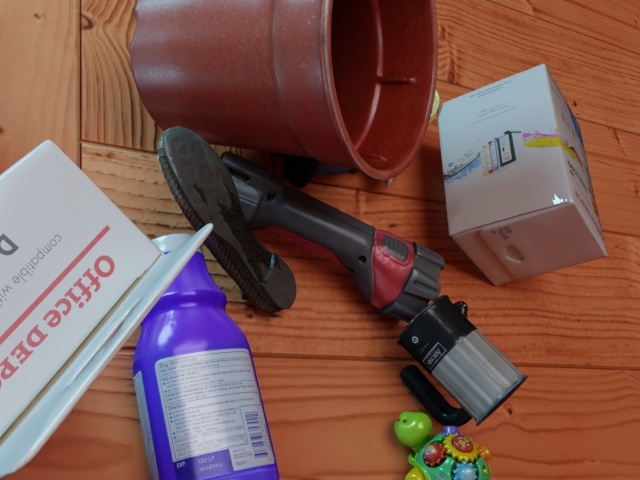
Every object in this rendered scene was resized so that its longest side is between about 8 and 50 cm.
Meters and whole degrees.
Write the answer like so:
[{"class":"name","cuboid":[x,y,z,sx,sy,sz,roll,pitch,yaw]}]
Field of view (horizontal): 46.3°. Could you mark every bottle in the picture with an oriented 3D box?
[{"class":"bottle","cuboid":[-0.125,0.132,0.744,0.118,0.092,0.283,-3,64,-31]}]

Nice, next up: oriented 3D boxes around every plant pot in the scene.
[{"class":"plant pot","cuboid":[-0.043,-0.208,0.819,0.272,0.265,0.272,-18,110,-59]}]

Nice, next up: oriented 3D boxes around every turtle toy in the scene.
[{"class":"turtle toy","cuboid":[0.139,0.245,0.853,0.130,0.066,0.095,28,29,24]}]

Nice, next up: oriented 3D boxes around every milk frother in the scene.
[{"class":"milk frother","cuboid":[0.181,0.140,0.908,0.143,0.129,0.135,-29,65,-34]}]

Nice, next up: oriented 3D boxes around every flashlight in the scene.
[{"class":"flashlight","cuboid":[0.000,0.000,0.910,0.304,0.103,0.103,24,90,-13]}]

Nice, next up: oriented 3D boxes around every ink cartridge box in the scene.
[{"class":"ink cartridge box","cuboid":[-0.250,0.063,0.521,0.119,0.353,0.207,48,47,-17]},{"class":"ink cartridge box","cuboid":[0.281,-0.086,1.057,0.171,0.168,0.233,38,43,-46]}]

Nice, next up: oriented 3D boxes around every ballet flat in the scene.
[{"class":"ballet flat","cuboid":[-0.108,-0.013,0.812,0.250,0.058,0.084,57,39,-32]}]

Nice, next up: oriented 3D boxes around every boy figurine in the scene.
[{"class":"boy figurine","cuboid":[0.063,-0.152,1.043,0.285,0.092,0.177,-21,71,-37]}]
